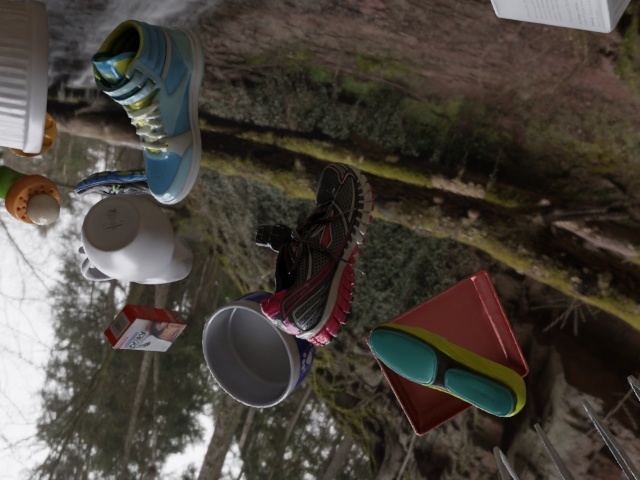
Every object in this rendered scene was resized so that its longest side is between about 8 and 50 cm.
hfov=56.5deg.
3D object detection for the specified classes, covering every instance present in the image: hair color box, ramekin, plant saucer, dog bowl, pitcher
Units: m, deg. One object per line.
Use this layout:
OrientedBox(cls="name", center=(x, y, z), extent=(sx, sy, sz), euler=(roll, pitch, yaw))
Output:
OrientedBox(cls="hair color box", center=(-0.403, 0.205, 1.381), extent=(0.053, 0.093, 0.167), euler=(45, -168, 28))
OrientedBox(cls="ramekin", center=(-0.439, -0.228, 0.812), extent=(0.109, 0.207, 0.207), euler=(2, -145, -30))
OrientedBox(cls="plant saucer", center=(0.243, 0.212, 1.150), extent=(0.259, 0.258, 0.048), euler=(-29, -160, -3))
OrientedBox(cls="dog bowl", center=(-0.151, 0.261, 1.441), extent=(0.264, 0.265, 0.104), euler=(31, -152, 19))
OrientedBox(cls="pitcher", center=(-0.307, 0.014, 0.921), extent=(0.177, 0.207, 0.126), euler=(-16, -107, -2))

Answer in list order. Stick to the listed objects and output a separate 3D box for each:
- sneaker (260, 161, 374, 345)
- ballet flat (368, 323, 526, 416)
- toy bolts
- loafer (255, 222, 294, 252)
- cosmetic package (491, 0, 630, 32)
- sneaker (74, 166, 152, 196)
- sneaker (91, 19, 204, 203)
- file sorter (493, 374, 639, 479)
OrientedBox(cls="sneaker", center=(0.000, 0.000, 0.890), extent=(0.112, 0.121, 0.299), euler=(25, -124, -20))
OrientedBox(cls="ballet flat", center=(0.181, 0.174, 0.845), extent=(0.231, 0.077, 0.077), euler=(22, -151, 29))
OrientedBox(cls="toy bolts", center=(-0.580, -0.141, 1.106), extent=(0.158, 0.218, 0.228), euler=(31, -168, 35))
OrientedBox(cls="loafer", center=(-0.108, -0.008, 1.704), extent=(0.078, 0.080, 0.220), euler=(13, -179, -31))
OrientedBox(cls="cosmetic package", center=(0.345, -0.410, 0.833), extent=(0.183, 0.151, 0.151), euler=(28, 171, 40))
OrientedBox(cls="sneaker", center=(-0.427, -0.109, 1.263), extent=(0.188, 0.078, 0.067), euler=(-5, -156, -4))
OrientedBox(cls="sneaker", center=(-0.308, -0.221, 1.026), extent=(0.127, 0.319, 0.208), euler=(5, -174, 25))
OrientedBox(cls="file sorter", center=(0.366, 0.282, 0.688), extent=(0.173, 0.277, 0.193), euler=(56, -169, -5))
